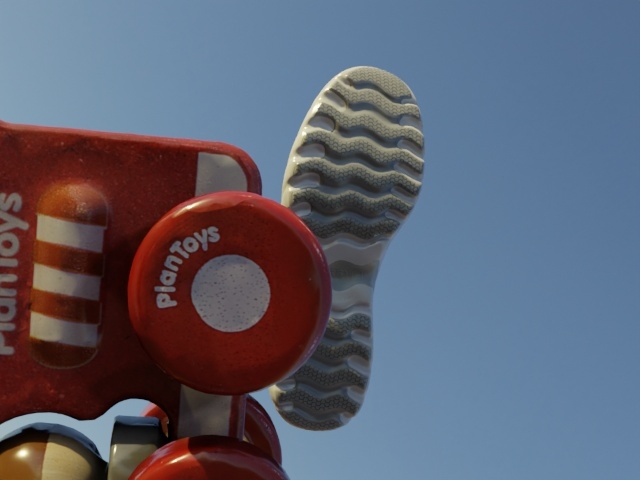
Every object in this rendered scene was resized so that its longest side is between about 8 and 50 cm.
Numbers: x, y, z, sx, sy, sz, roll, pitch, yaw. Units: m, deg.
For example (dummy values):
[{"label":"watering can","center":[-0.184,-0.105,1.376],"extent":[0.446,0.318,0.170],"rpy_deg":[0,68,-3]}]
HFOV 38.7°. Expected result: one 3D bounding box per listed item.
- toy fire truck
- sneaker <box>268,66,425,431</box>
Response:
[{"label":"toy fire truck","center":[-0.136,0.080,0.506],"extent":[0.169,0.253,0.302],"rpy_deg":[-152,-112,-81]},{"label":"sneaker","center":[0.000,0.000,0.718],"extent":[0.105,0.281,0.115],"rpy_deg":[16,-3,-16]}]
